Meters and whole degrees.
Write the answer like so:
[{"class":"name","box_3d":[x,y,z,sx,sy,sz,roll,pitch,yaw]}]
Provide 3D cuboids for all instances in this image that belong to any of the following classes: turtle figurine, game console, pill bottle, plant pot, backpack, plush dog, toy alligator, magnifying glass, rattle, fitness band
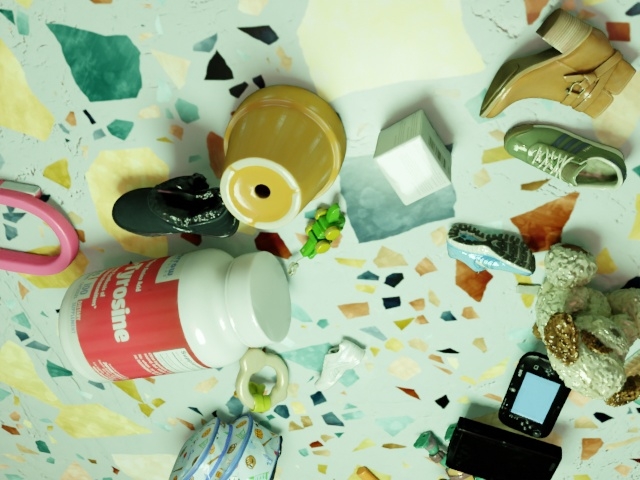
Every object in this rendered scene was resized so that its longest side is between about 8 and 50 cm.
[{"class":"turtle figurine","box_3d":[0.316,0.531,1.495,0.175,0.118,0.234,-29,98,9]},{"class":"game console","box_3d":[0.388,0.359,1.320,0.213,0.044,0.361,14,124,9]},{"class":"pill bottle","box_3d":[-0.275,0.141,1.287,0.408,0.229,0.229,-12,121,20]},{"class":"plant pot","box_3d":[-0.073,-0.120,1.077,0.205,0.188,0.205,6,126,9]},{"class":"backpack","box_3d":[-0.220,0.535,1.554,0.263,0.276,0.213,-39,111,19]},{"class":"plush dog","box_3d":[0.445,0.167,1.135,0.262,0.225,0.210,35,125,-12]},{"class":"toy alligator","box_3d":[0.000,0.000,1.234,0.051,0.056,0.189,0,138,-38]},{"class":"magnifying glass","box_3d":[0.170,0.644,1.667,0.092,0.026,0.231,-29,113,29]},{"class":"rattle","box_3d":[-0.150,0.268,1.472,0.130,0.143,0.199,-21,106,-11]},{"class":"fitness band","box_3d":[-0.638,-0.023,1.365,0.291,0.054,0.208,9,127,8]}]

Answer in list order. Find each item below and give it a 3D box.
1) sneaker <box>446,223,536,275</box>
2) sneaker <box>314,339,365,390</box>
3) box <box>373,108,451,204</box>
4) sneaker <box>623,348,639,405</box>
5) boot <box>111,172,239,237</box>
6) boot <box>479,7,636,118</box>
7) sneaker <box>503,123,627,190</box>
[{"class":"sneaker","box_3d":[0.300,0.026,1.178,0.162,0.063,0.073,21,141,15]},{"class":"sneaker","box_3d":[0.030,0.263,1.417,0.061,0.053,0.152,40,118,-4]},{"class":"box","box_3d":[0.150,-0.134,1.069,0.087,0.102,0.101,-26,116,26]},{"class":"sneaker","box_3d":[0.683,0.215,1.195,0.121,0.108,0.302,29,134,-9]},{"class":"boot","box_3d":[-0.268,-0.062,1.156,0.247,0.094,0.207,7,171,3]},{"class":"boot","box_3d":[0.346,-0.222,0.980,0.152,0.073,0.197,31,129,-14]},{"class":"sneaker","box_3d":[0.382,-0.125,1.029,0.192,0.086,0.064,15,127,3]}]
